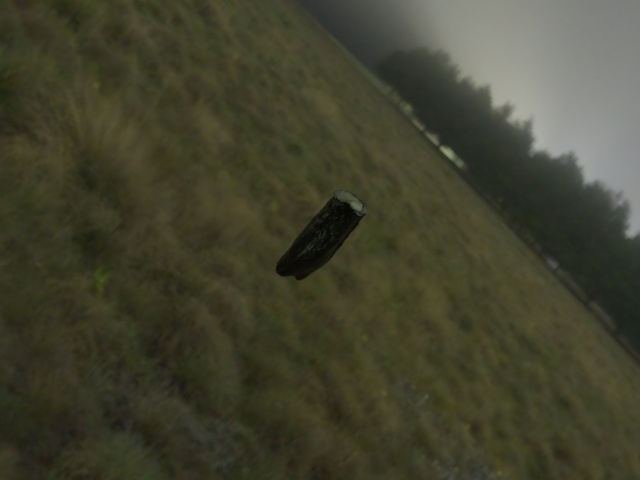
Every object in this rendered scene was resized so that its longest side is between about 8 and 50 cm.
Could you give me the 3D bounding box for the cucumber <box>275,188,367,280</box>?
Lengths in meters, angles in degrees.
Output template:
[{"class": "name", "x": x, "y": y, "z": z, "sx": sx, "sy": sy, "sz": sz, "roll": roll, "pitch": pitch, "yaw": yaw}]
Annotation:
[{"class": "cucumber", "x": -0.001, "y": 0.001, "z": 0.826, "sx": 0.033, "sy": 0.135, "sz": 0.034, "roll": 31, "pitch": 47, "yaw": -8}]
